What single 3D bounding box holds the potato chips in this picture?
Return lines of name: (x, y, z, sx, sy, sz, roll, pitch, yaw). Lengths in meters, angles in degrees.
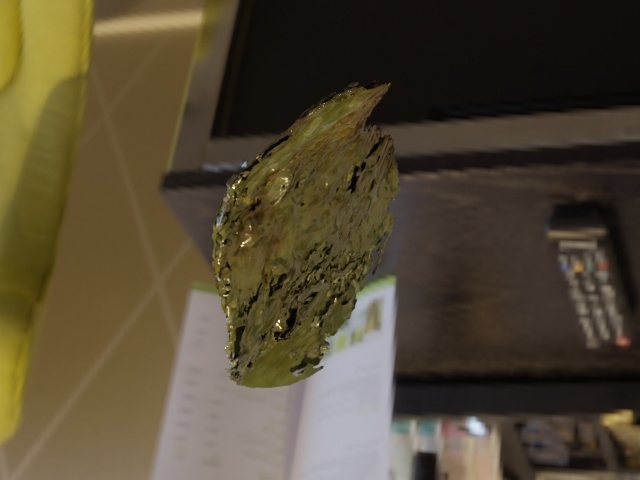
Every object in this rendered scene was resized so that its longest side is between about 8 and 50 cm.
potato chips: (0.000, 0.000, 0.620, 0.026, 0.142, 0.209, 32, 138, 16)
